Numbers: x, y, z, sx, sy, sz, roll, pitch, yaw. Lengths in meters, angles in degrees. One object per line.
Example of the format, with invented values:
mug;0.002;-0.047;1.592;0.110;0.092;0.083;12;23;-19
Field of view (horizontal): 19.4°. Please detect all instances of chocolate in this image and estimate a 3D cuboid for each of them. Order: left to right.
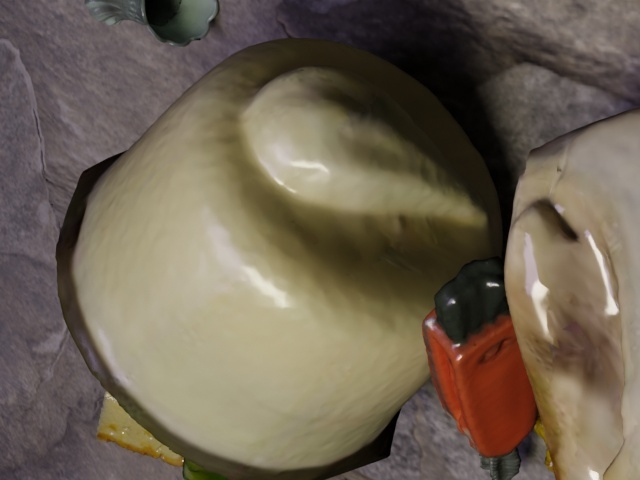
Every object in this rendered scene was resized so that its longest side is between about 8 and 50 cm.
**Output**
chocolate;0.000;0.000;1.458;0.297;0.326;0.314;-39;70;37

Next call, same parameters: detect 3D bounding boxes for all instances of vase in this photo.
vase;-0.167;-0.229;1.758;0.148;0.081;0.081;19;121;54

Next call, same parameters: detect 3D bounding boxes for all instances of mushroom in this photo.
mushroom;0.258;0.121;1.232;0.314;0.224;0.397;59;-164;-64

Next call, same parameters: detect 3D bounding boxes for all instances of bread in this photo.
bread;-0.180;0.181;2.022;0.109;0.080;0.084;17;127;9

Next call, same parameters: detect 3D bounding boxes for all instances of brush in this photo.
brush;0.120;0.104;1.389;0.051;0.070;0.323;49;165;31

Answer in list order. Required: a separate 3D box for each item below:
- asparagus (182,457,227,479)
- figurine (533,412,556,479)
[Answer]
asparagus;-0.087;0.128;1.809;0.082;0.085;0.343;-109;22;-49
figurine;0.200;0.189;1.446;0.143;0.068;0.101;47;137;51
